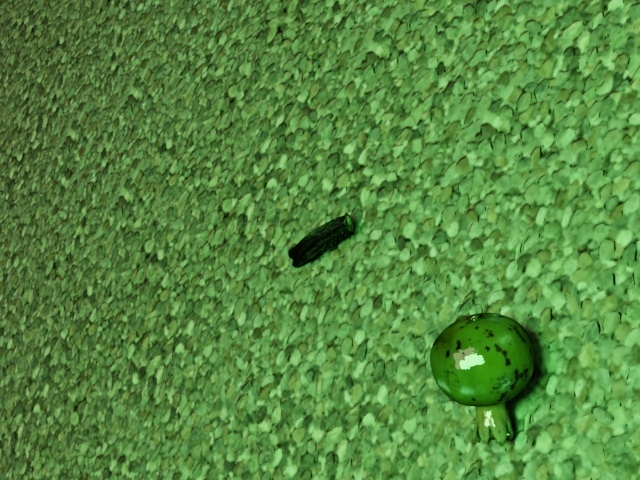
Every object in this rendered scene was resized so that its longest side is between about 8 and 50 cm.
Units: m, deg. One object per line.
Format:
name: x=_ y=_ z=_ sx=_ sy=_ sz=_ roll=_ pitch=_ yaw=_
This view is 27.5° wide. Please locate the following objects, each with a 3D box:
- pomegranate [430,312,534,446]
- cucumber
pomegranate: x=0.176 y=0.147 z=1.391 sx=0.114 sy=0.114 sz=0.142 roll=-3 pitch=99 yaw=50
cucumber: x=-0.002 y=0.000 z=1.730 sx=0.135 sy=0.034 sz=0.033 roll=-31 pitch=55 yaw=39
